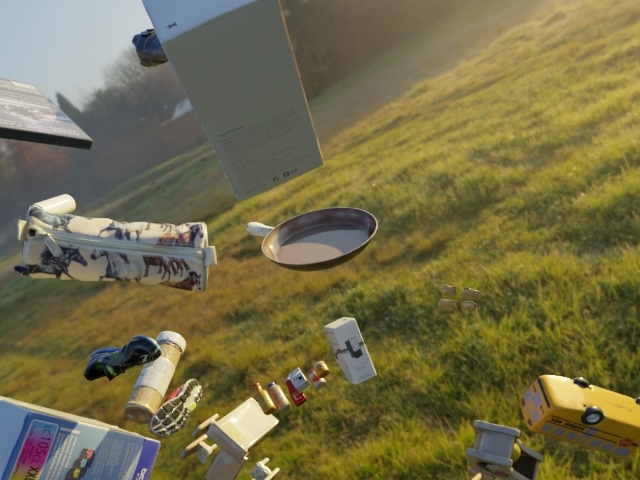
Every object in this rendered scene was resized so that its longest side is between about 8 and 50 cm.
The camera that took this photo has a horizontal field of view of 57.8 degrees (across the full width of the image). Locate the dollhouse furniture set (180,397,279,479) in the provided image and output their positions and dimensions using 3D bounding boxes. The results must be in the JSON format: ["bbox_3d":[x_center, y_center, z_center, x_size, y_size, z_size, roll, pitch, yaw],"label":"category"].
[{"bbox_3d":[-0.366,0.865,2.318,0.394,0.362,0.256,-61,-19,22],"label":"dollhouse furniture set"}]

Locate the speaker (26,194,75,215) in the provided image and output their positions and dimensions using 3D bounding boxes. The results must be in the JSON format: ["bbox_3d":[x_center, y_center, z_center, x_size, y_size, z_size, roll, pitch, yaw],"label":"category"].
[{"bbox_3d":[-0.709,-0.083,1.529,0.055,0.055,0.136,-26,10,15],"label":"speaker"}]

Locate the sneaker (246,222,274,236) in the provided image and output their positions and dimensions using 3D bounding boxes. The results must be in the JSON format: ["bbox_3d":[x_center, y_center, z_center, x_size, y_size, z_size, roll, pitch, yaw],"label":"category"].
[{"bbox_3d":[-0.206,-0.037,2.207,0.061,0.152,0.053,-24,52,63],"label":"sneaker"}]

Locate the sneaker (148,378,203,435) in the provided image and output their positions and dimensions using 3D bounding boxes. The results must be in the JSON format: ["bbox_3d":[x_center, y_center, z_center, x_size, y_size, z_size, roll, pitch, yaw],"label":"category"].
[{"bbox_3d":[-0.517,0.599,2.034,0.118,0.107,0.279,-29,6,25],"label":"sneaker"}]

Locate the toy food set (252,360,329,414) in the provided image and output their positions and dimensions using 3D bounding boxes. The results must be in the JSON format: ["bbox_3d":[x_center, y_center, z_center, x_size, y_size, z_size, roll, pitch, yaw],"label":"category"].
[{"bbox_3d":[-0.085,0.437,1.783,0.232,0.111,0.104,-36,52,-4],"label":"toy food set"}]

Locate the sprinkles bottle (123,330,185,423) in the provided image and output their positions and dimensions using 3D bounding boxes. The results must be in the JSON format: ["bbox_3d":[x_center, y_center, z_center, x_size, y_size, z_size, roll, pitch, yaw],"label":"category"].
[{"bbox_3d":[-0.628,0.516,2.220,0.121,0.121,0.355,-22,32,27],"label":"sprinkles bottle"}]

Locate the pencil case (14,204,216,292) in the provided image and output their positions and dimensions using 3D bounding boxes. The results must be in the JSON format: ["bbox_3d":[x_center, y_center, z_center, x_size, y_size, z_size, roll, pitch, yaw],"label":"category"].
[{"bbox_3d":[-0.439,0.021,1.279,0.410,0.160,0.183,6,1,-13],"label":"pencil case"}]

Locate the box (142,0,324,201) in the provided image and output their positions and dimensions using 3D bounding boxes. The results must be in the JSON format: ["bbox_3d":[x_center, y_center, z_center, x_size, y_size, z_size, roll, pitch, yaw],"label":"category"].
[{"bbox_3d":[-0.137,-0.267,0.935,0.168,0.345,0.215,-24,55,-4],"label":"box"}]

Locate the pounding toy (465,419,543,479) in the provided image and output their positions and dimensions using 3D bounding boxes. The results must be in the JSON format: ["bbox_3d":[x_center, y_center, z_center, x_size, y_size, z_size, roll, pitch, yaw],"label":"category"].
[{"bbox_3d":[0.401,0.517,1.288,0.154,0.269,0.155,13,64,24],"label":"pounding toy"}]

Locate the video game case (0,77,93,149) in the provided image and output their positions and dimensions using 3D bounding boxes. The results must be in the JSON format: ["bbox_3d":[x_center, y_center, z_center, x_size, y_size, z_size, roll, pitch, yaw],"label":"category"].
[{"bbox_3d":[-0.589,-0.255,1.110,0.196,0.274,0.026,0,-57,-51],"label":"video game case"}]

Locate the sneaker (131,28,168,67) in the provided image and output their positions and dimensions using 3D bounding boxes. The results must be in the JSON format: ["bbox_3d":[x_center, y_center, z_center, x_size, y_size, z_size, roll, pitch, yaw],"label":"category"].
[{"bbox_3d":[-0.351,-0.488,1.412,0.163,0.086,0.226,0,30,32],"label":"sneaker"}]

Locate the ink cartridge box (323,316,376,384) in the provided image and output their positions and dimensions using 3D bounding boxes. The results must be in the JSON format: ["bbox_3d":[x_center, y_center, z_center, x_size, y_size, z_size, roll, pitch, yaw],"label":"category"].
[{"bbox_3d":[0.099,0.379,2.009,0.087,0.208,0.153,-21,-2,-15],"label":"ink cartridge box"}]

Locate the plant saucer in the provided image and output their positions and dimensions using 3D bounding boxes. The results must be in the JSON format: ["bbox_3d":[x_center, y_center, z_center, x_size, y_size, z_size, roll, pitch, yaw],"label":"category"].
[{"bbox_3d":[0.000,0.000,1.532,0.311,0.050,0.310,-10,27,5],"label":"plant saucer"}]

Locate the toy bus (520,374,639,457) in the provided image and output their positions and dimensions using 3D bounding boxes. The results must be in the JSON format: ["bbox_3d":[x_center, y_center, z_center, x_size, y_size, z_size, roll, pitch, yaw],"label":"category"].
[{"bbox_3d":[0.666,0.428,1.394,0.108,0.333,0.130,-87,19,-58],"label":"toy bus"}]

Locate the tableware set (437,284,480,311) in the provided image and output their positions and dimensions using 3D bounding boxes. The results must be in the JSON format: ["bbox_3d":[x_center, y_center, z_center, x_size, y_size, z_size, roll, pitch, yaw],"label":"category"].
[{"bbox_3d":[0.495,0.210,2.083,0.141,0.168,0.020,7,52,13],"label":"tableware set"}]

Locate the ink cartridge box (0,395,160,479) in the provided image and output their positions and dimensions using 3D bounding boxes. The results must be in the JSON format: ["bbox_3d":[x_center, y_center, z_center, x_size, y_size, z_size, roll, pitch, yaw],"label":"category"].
[{"bbox_3d":[-0.553,0.464,1.280,0.270,0.395,0.151,0,66,38],"label":"ink cartridge box"}]

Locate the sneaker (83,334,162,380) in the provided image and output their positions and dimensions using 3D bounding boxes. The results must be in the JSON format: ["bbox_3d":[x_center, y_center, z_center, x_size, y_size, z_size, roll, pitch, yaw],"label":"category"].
[{"bbox_3d":[-0.404,0.249,1.188,0.188,0.067,0.078,-19,28,19],"label":"sneaker"}]
